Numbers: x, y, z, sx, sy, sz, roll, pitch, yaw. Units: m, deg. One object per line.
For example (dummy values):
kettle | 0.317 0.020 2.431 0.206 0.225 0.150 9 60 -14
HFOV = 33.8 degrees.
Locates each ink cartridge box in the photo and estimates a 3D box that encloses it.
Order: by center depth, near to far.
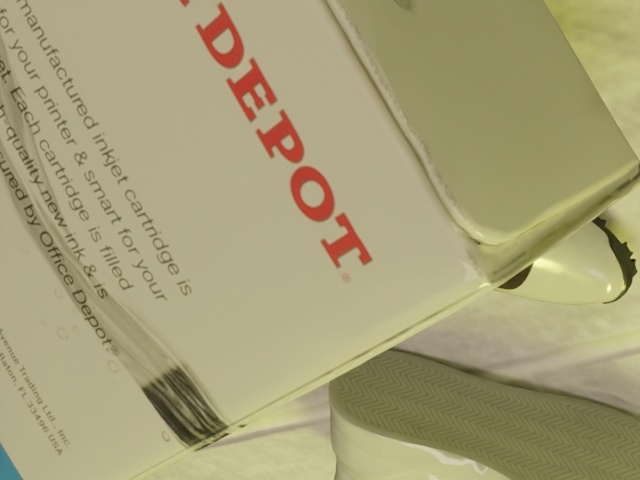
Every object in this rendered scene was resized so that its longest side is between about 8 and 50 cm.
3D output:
ink cartridge box | -0.090 -0.045 0.531 0.395 0.166 0.286 -33 85 40

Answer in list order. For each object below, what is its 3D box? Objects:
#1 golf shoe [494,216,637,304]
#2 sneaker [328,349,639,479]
golf shoe | 0.085 0.008 0.616 0.198 0.094 0.077 20 132 4
sneaker | 0.142 0.193 0.751 0.292 0.108 0.169 21 136 19
